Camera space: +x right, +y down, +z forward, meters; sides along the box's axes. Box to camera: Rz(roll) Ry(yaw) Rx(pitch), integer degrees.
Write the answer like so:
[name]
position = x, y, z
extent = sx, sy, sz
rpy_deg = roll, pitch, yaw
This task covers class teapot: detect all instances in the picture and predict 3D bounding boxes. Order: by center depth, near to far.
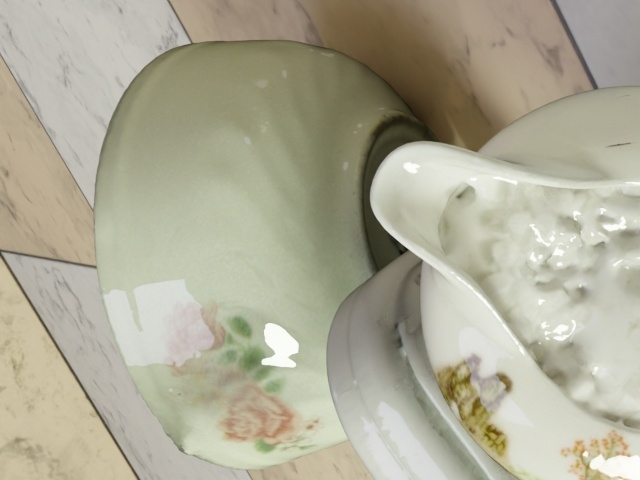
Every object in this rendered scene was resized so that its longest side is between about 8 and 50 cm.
[teapot]
position = 0.161, 0.033, 0.829
extent = 0.298, 0.204, 0.139
rpy_deg = 21, 180, 1

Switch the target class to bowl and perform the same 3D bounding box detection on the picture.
[bowl]
position = 0.000, 0.000, 1.087
extent = 0.145, 0.277, 0.277
rpy_deg = -11, 117, 31

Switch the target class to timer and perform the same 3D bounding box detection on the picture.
[timer]
position = 0.130, 0.104, 0.975
extent = 0.087, 0.237, 0.262
rpy_deg = -38, 87, 39
